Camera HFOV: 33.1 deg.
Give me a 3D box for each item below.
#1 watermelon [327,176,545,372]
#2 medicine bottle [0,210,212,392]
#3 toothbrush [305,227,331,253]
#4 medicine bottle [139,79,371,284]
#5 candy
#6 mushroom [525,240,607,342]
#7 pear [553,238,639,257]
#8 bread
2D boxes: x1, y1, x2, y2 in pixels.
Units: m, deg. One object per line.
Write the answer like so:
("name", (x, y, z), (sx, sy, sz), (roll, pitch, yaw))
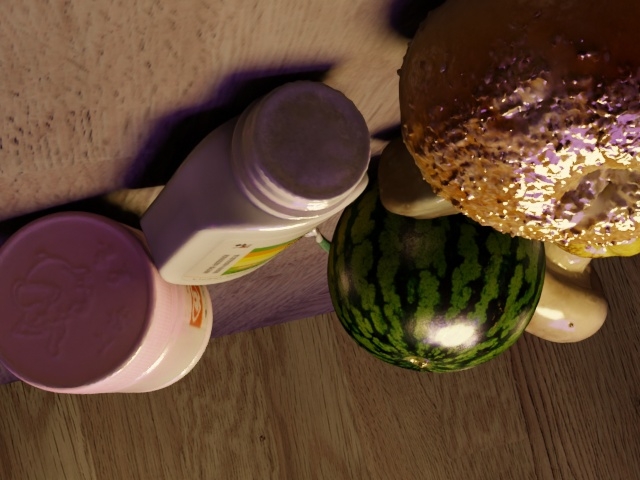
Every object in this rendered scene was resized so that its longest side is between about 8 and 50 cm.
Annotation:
("watermelon", (0.146, 0.032, 1.392), (0.285, 0.285, 0.285), (-14, 171, -2))
("medicine bottle", (-0.253, 0.083, 1.291), (0.202, 0.202, 0.316), (-14, 171, 2))
("toothbrush", (0.000, 0.000, 1.757), (0.024, 0.018, 0.257), (-12, 171, 7))
("medicine bottle", (-0.061, -0.048, 1.048), (0.179, 0.124, 0.324), (-17, 171, -24))
("candy", (0.175, -0.096, 1.172), (0.234, 0.102, 0.104), (-18, 170, 32))
("mushroom", (0.454, 0.032, 2.049), (0.292, 0.292, 0.290), (-2, 136, -53))
("pear", (0.371, -0.064, 1.415), (0.197, 0.197, 0.197), (-14, 171, -2))
("bread", (0.212, -0.097, 0.838), (0.305, 0.159, 0.305), (-1, 150, -1))
